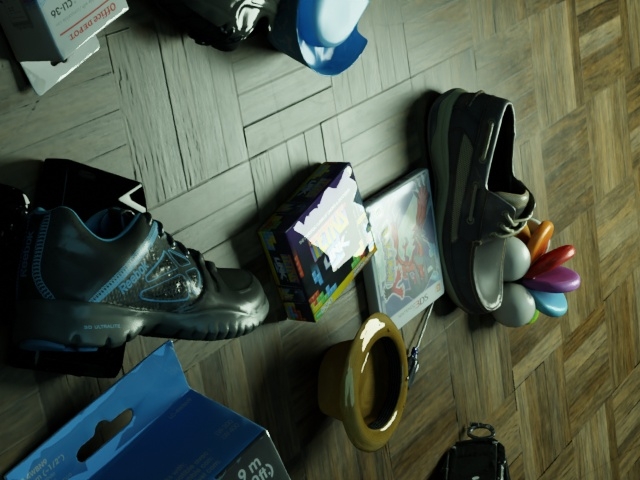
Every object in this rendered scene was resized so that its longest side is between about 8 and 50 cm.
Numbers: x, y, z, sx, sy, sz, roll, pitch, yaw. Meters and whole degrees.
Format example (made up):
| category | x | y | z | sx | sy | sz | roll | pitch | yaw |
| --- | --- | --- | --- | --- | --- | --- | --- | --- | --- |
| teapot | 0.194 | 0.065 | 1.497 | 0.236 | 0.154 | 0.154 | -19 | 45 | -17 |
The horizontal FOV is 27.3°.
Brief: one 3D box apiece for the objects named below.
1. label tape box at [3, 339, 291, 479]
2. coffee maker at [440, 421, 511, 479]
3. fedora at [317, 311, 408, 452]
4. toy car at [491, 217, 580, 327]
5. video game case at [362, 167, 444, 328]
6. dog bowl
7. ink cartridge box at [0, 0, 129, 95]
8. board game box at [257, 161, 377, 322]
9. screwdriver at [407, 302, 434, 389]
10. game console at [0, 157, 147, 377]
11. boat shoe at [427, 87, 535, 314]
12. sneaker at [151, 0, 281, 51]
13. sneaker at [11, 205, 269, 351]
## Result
| category | x | y | z | sx | sy | sz | roll | pitch | yaw |
| --- | --- | --- | --- | --- | --- | --- | --- | --- | --- |
| label tape box | -0.145 | 0.319 | 1.406 | 0.249 | 0.115 | 0.347 | -41 | 119 | -37 |
| coffee maker | 0.263 | 0.409 | 2.060 | 0.171 | 0.120 | 0.178 | -44 | 128 | -45 |
| fedora | 0.050 | 0.189 | 1.764 | 0.194 | 0.079 | 0.194 | 3 | 86 | -61 |
| toy car | 0.352 | 0.051 | 2.131 | 0.159 | 0.136 | 0.182 | -35 | 122 | -57 |
| video game case | 0.117 | 0.018 | 1.894 | 0.183 | 0.023 | 0.201 | -33 | 119 | -50 |
| dog bowl | 0.027 | -0.346 | 1.639 | 0.297 | 0.074 | 0.166 | -61 | 145 | -15 |
| ink cartridge box | -0.260 | -0.251 | 1.279 | 0.115 | 0.067 | 0.198 | -50 | 132 | -41 |
| board game box | 0.000 | 0.000 | 1.701 | 0.170 | 0.048 | 0.141 | -49 | 132 | -42 |
| screwdriver | 0.144 | 0.149 | 1.959 | 0.024 | 0.025 | 0.170 | 55 | 41 | -41 |
| game console | -0.305 | 0.015 | 1.261 | 0.361 | 0.044 | 0.213 | 16 | 79 | -54 |
| boat shoe | 0.246 | -0.052 | 1.981 | 0.132 | 0.130 | 0.355 | -31 | 118 | -50 |
| sneaker | -0.125 | -0.273 | 1.449 | 0.286 | 0.109 | 0.130 | -11 | 109 | -53 |
| sneaker | -0.165 | 0.034 | 1.327 | 0.341 | 0.125 | 0.139 | 1 | 88 | -59 |
